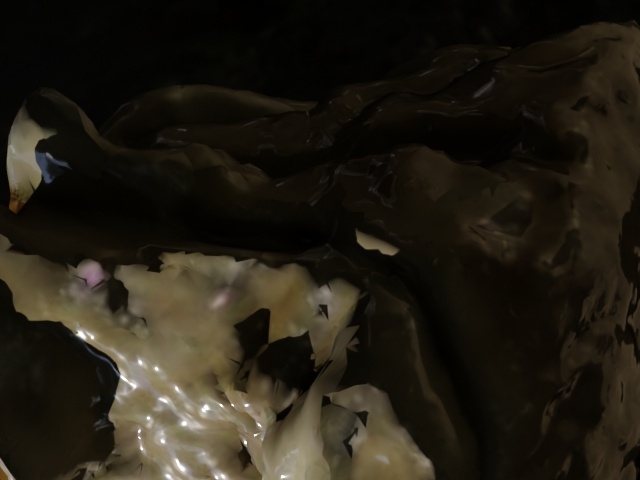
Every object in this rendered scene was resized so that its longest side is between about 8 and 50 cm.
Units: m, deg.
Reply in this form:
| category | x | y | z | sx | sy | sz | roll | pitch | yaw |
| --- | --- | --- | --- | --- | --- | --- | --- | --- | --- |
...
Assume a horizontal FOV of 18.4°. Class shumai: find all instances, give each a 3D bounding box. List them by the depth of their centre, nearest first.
| category | x | y | z | sx | sy | sz | roll | pitch | yaw |
| --- | --- | --- | --- | --- | --- | --- | --- | --- | --- |
| shumai | 0.001 | 0.000 | 0.562 | 0.185 | 0.218 | 0.184 | 35 | 154 | -12 |
